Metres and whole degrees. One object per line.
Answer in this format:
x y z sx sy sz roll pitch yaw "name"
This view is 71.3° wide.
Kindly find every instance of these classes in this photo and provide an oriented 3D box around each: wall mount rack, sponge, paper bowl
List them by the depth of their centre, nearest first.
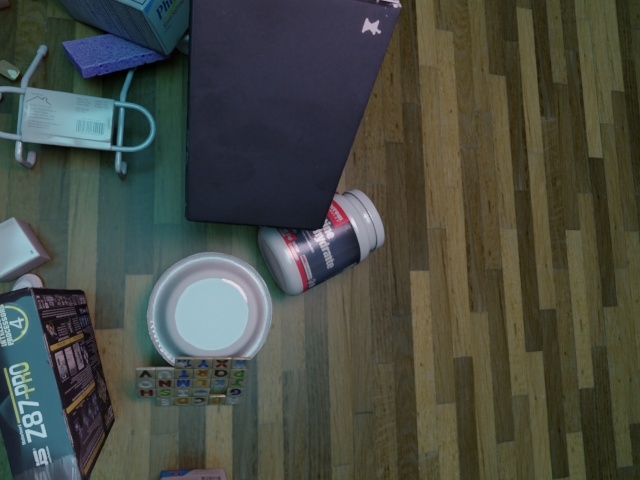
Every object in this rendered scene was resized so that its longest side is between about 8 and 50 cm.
-0.553 -0.308 1.021 0.350 0.130 0.304 4 86 -16 "wall mount rack"
-0.253 0.168 1.038 0.284 0.148 0.284 2 84 -15 "paper bowl"
-0.480 -0.450 1.058 0.210 0.031 0.117 -27 61 -28 "sponge"

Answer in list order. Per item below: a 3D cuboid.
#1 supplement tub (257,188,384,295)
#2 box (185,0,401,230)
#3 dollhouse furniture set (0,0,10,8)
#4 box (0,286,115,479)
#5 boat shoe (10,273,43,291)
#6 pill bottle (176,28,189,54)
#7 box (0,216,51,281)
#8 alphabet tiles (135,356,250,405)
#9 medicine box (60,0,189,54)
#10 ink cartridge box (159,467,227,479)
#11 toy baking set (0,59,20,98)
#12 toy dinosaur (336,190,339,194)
0.000 0.000 1.107 0.272 0.191 0.191 -26 91 -17 "supplement tub"
-0.101 -0.353 0.880 0.297 0.480 0.472 3 49 -16 "box"
-0.769 -0.609 0.947 0.374 0.201 0.152 -30 92 -17 "dollhouse furniture set"
-0.485 0.250 0.831 0.097 0.395 0.318 -16 89 -19 "box"
-0.662 0.160 0.961 0.066 0.063 0.184 26 78 -12 "boat shoe"
-0.319 -0.557 1.134 0.086 0.086 0.152 7 81 -16 "pill bottle"
-0.667 0.022 0.963 0.101 0.087 0.102 -33 94 -17 "box"
-0.287 0.319 1.003 0.237 0.198 0.009 4 42 -15 "alphabet tiles"
-0.427 -0.617 1.029 0.289 0.149 0.263 25 76 9 "medicine box"
-0.274 0.568 0.954 0.148 0.203 0.086 7 82 -15 "ink cartridge box"
-0.829 -0.375 0.996 0.256 0.030 0.197 -32 96 -17 "toy baking set"
0.000 -0.145 1.205 0.082 0.047 0.090 -23 101 1 "toy dinosaur"
